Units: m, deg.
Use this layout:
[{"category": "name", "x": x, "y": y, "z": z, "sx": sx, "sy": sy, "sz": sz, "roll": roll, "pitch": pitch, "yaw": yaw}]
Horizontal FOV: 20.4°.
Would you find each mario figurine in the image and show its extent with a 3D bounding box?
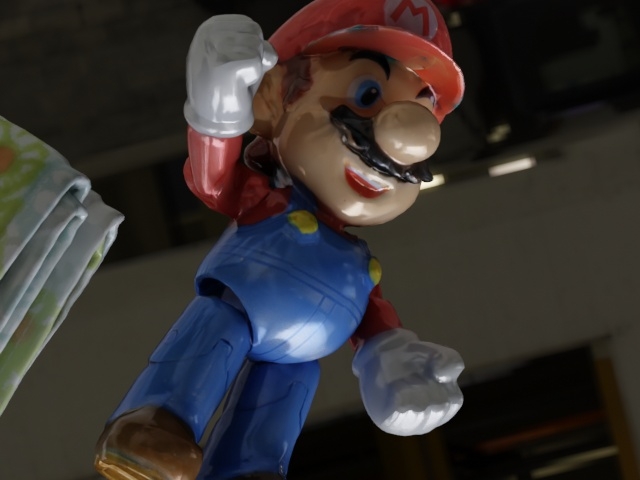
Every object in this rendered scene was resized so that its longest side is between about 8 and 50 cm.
[{"category": "mario figurine", "x": 0.000, "y": 0.000, "z": 0.966, "sx": 0.170, "sy": 0.320, "sz": 0.198, "roll": 15, "pitch": 164, "yaw": 20}]

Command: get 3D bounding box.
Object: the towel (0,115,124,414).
[{"category": "towel", "x": -0.331, "y": 0.028, "z": 0.903, "sx": 0.374, "sy": 0.320, "sz": 0.090, "roll": 28, "pitch": 165, "yaw": 13}]
